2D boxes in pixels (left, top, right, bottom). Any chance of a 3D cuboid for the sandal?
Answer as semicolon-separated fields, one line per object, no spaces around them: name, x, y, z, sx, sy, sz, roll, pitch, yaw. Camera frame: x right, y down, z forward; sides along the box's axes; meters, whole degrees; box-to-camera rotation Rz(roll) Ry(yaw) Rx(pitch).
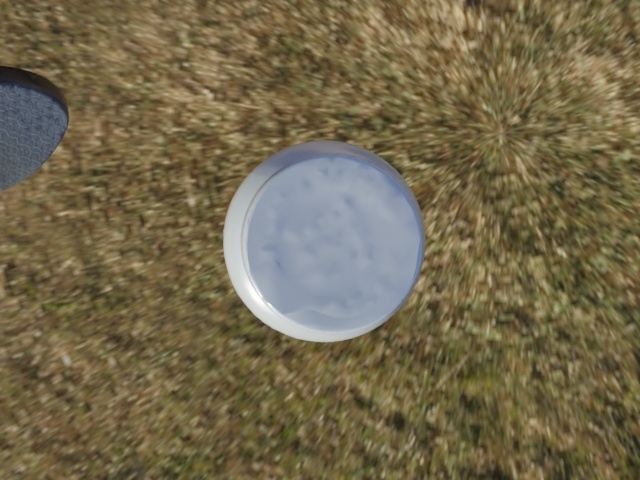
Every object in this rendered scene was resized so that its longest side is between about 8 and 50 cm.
sandal;-0.287;-0.061;1.069;0.254;0.054;0.097;-23;134;22

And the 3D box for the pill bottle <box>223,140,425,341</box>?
pill bottle;0.000;0.000;0.952;0.121;0.221;0.121;0;91;-3
